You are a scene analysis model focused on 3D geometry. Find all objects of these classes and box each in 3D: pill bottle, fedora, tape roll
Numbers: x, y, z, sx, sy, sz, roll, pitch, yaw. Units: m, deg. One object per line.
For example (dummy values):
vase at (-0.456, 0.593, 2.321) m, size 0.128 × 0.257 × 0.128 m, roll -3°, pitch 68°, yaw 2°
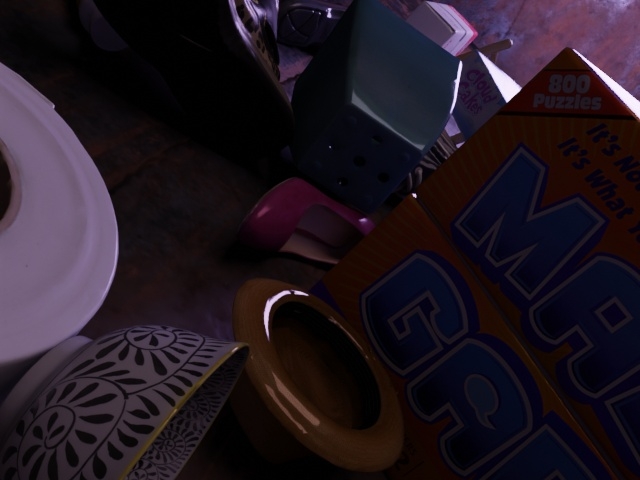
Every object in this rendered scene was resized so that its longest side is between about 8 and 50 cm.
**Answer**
pill bottle at (-0.239, -0.265, 0.840) m, size 0.065 × 0.065 × 0.116 m, roll 21°, pitch 35°, yaw -41°
fedora at (-0.017, 0.118, 0.603) m, size 0.194 × 0.079 × 0.194 m, roll 38°, pitch 20°, yaw -17°
tape roll at (-0.260, -0.022, 0.419) m, size 0.286 × 0.100 × 0.286 m, roll 34°, pitch 28°, yaw -21°

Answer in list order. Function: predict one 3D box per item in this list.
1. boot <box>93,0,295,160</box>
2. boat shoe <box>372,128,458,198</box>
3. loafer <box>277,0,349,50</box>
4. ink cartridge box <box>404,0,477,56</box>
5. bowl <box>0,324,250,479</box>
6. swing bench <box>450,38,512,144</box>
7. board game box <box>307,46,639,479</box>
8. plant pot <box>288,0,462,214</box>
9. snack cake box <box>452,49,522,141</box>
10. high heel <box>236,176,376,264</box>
boot at (-0.138, -0.307, 0.841) m, size 0.284 × 0.138 × 0.377 m, roll -95°, pitch 158°, yaw -46°
boat shoe at (0.153, -0.087, 1.143) m, size 0.158 × 0.127 × 0.341 m, roll -30°, pitch 80°, yaw -42°
loafer at (0.004, -0.395, 1.355) m, size 0.302 × 0.109 × 0.095 m, roll 0°, pitch 47°, yaw -53°
ink cartridge box at (0.233, -0.429, 1.662) m, size 0.100 × 0.172 × 0.237 m, roll 48°, pitch 26°, yaw 6°
bowl at (-0.118, 0.103, 0.394) m, size 0.080 × 0.170 × 0.170 m, roll 33°, pitch 25°, yaw 7°
swing bench at (0.277, -0.255, 1.451) m, size 0.254 × 0.165 × 0.253 m, roll -6°, pitch 44°, yaw -8°
board game box at (0.268, 0.099, 0.740) m, size 0.356 × 0.356 × 0.356 m, roll 3°, pitch 48°, yaw -55°
plant pot at (0.057, -0.152, 0.911) m, size 0.165 × 0.166 × 0.234 m, roll 32°, pitch 35°, yaw -13°
snack cake box at (0.298, -0.156, 1.174) m, size 0.152 × 0.089 × 0.264 m, roll 23°, pitch 38°, yaw -39°
high heel at (0.000, 0.000, 0.802) m, size 0.117 × 0.082 × 0.244 m, roll 42°, pitch 12°, yaw 12°
